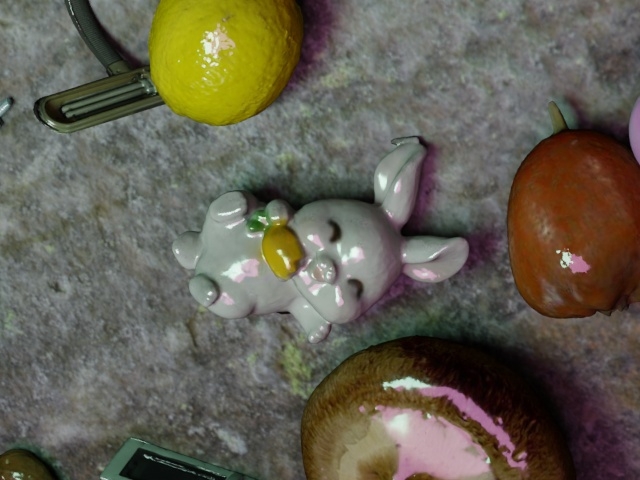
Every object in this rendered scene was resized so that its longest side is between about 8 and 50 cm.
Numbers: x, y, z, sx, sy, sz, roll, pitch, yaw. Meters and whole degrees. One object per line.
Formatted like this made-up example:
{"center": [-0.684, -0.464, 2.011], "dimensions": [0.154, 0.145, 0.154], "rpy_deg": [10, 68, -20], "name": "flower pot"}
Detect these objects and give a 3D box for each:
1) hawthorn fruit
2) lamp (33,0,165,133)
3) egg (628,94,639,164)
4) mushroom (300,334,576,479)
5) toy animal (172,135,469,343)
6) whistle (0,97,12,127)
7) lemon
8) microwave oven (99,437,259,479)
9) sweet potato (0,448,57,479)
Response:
{"center": [0.292, -0.036, 1.749], "dimensions": [0.199, 0.199, 0.251], "rpy_deg": [-22, 79, 22], "name": "hawthorn fruit"}
{"center": [-0.288, -0.273, 1.802], "dimensions": [0.124, 0.203, 0.283], "rpy_deg": [7, 118, 33], "name": "lamp"}
{"center": [0.468, -0.108, 1.661], "dimensions": [0.271, 0.196, 0.196], "rpy_deg": [-1, 111, 27], "name": "egg"}
{"center": [0.140, 0.268, 1.895], "dimensions": [0.345, 0.239, 0.345], "rpy_deg": [-3, 117, -6], "name": "mushroom"}
{"center": [-0.002, 0.007, 1.858], "dimensions": [0.325, 0.154, 0.209], "rpy_deg": [-24, 82, 1], "name": "toy animal"}
{"center": [-0.425, -0.146, 1.972], "dimensions": [0.100, 0.035, 0.035], "rpy_deg": [-38, 97, 23], "name": "whistle"}
{"center": [-0.109, -0.226, 1.780], "dimensions": [0.180, 0.180, 0.193], "rpy_deg": [38, 147, -2], "name": "lemon"}
{"center": [-0.190, 0.376, 2.062], "dimensions": [0.208, 0.122, 0.162], "rpy_deg": [17, 113, 8], "name": "microwave oven"}
{"center": [-0.364, 0.378, 2.146], "dimensions": [0.081, 0.062, 0.233], "rpy_deg": [-22, 107, 37], "name": "sweet potato"}
